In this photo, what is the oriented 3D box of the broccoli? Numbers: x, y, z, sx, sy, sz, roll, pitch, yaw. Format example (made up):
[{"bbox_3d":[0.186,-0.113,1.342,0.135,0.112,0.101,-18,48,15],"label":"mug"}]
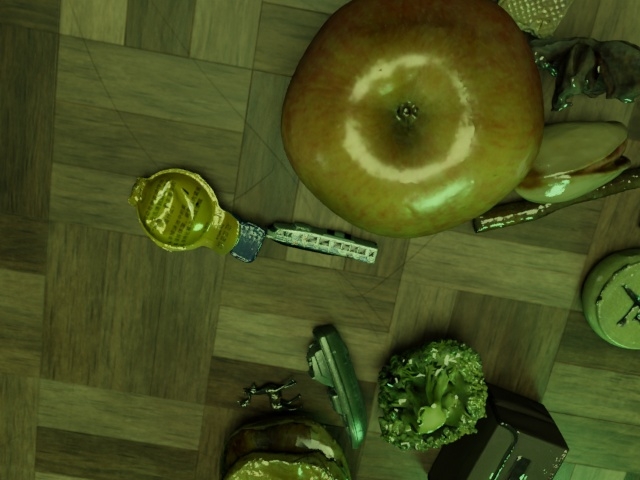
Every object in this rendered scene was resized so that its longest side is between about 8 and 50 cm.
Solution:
[{"bbox_3d":[0.200,0.291,1.214,0.226,0.176,0.198,-39,89,-11],"label":"broccoli"}]

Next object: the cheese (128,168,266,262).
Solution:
[{"bbox_3d":[-0.222,-0.036,1.166,0.250,0.064,0.157,26,108,-4],"label":"cheese"}]

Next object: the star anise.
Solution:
[{"bbox_3d":[0.417,-0.260,1.009,0.198,0.257,0.111,10,114,6],"label":"star anise"}]

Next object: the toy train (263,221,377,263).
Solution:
[{"bbox_3d":[0.000,0.000,1.189,0.207,0.043,0.047,13,107,-4],"label":"toy train"}]

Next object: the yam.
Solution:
[{"bbox_3d":[0.433,-0.073,1.164,0.326,0.045,0.045,-15,75,4],"label":"yam"}]

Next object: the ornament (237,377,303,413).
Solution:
[{"bbox_3d":[-0.103,0.316,1.298,0.125,0.028,0.073,-14,106,3],"label":"ornament"}]

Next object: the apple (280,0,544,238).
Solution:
[{"bbox_3d":[0.136,-0.188,0.976,0.391,0.346,0.392,1,105,5],"label":"apple"}]

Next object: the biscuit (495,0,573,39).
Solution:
[{"bbox_3d":[0.369,-0.434,0.997,0.108,0.062,0.239,27,132,0],"label":"biscuit"}]

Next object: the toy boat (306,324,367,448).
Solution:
[{"bbox_3d":[0.032,0.291,1.261,0.085,0.078,0.261,-20,106,-11],"label":"toy boat"}]

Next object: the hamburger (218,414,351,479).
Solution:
[{"bbox_3d":[-0.069,0.484,1.297,0.265,0.134,0.285,-9,112,1],"label":"hamburger"}]

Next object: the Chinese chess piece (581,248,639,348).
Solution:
[{"bbox_3d":[0.582,0.108,1.200,0.188,0.083,0.189,0,105,0],"label":"Chinese chess piece"}]

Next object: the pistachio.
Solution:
[{"bbox_3d":[0.418,-0.134,1.095,0.215,0.144,0.144,-19,106,-4],"label":"pistachio"}]

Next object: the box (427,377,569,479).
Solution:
[{"bbox_3d":[0.335,0.428,1.251,0.153,0.188,0.252,21,104,-4],"label":"box"}]
